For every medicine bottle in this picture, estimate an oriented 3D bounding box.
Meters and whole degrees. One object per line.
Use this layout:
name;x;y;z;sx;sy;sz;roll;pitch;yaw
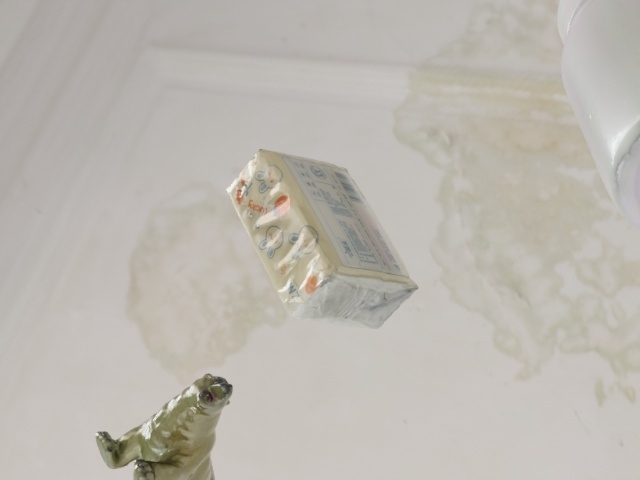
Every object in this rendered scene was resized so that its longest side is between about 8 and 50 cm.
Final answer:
medicine bottle;0.310;-0.144;0.982;0.170;0.170;0.293;-19;-143;10

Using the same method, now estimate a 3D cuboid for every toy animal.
toy animal;-0.125;0.194;0.925;0.101;0.219;0.103;-21;-133;-24

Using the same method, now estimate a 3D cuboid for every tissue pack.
tissue pack;0.000;0.000;1.219;0.092;0.148;0.196;-51;-130;27
